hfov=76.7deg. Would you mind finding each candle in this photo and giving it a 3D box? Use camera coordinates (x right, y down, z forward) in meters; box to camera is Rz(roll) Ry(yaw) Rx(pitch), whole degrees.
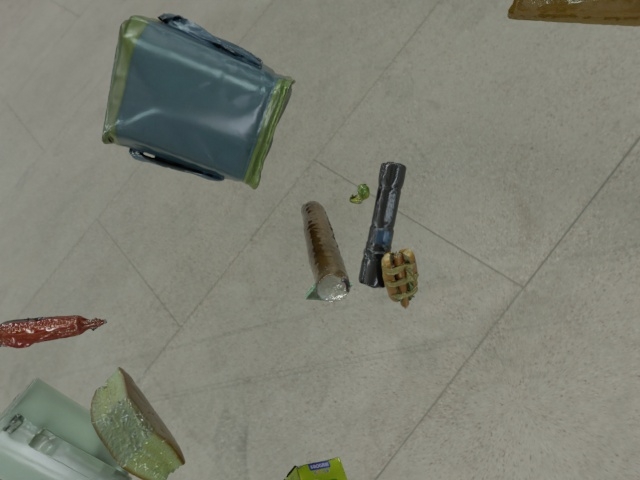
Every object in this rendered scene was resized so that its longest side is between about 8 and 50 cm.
[{"bbox_3d":[-0.455,0.154,0.691,0.162,0.048,0.053,-4,43,-19],"label":"candle"}]

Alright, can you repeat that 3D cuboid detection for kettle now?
[{"bbox_3d":[-0.616,0.494,0.977,0.265,0.318,0.205,-39,18,19],"label":"kettle"}]

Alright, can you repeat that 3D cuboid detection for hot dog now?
[{"bbox_3d":[0.252,0.121,1.265,0.109,0.269,0.072,-15,43,4],"label":"hot dog"}]

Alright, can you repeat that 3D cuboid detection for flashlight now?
[{"bbox_3d":[0.204,-0.054,1.337,0.103,0.103,0.423,11,94,29],"label":"flashlight"}]

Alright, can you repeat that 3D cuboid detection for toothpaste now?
[{"bbox_3d":[-0.057,0.596,0.892,0.327,0.110,0.077,-61,35,32],"label":"toothpaste"}]

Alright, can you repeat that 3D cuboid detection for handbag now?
[{"bbox_3d":[-0.190,-0.221,0.666,0.263,0.241,0.222,-106,37,-67],"label":"handbag"}]

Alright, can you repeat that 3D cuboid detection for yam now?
[{"bbox_3d":[0.000,0.000,0.589,0.046,0.046,0.264,-34,26,10],"label":"yam"}]

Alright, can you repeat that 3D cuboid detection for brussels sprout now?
[{"bbox_3d":[0.132,-0.150,1.333,0.051,0.083,0.046,46,53,8],"label":"brussels sprout"}]

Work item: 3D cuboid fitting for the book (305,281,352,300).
[{"bbox_3d":[0.026,0.168,1.334,0.103,0.135,0.017,-54,41,39],"label":"book"}]

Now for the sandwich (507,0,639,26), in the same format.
[{"bbox_3d":[0.301,-0.272,0.382,0.155,0.198,0.227,-28,95,-21],"label":"sandwich"}]

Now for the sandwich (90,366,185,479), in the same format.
[{"bbox_3d":[-0.388,0.387,0.839,0.094,0.096,0.258,-42,78,-13],"label":"sandwich"}]
